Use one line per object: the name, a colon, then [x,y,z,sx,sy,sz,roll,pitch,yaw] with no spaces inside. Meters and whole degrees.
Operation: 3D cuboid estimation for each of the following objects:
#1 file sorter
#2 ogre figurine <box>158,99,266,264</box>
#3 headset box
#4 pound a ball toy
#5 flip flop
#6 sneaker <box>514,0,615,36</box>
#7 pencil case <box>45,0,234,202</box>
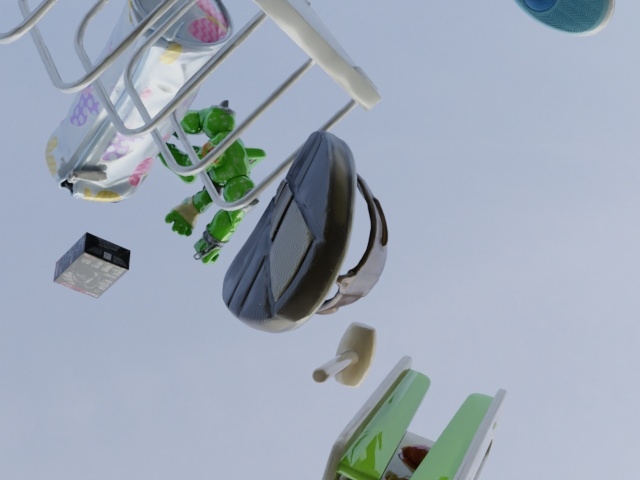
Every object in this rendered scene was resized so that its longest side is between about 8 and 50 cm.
file sorter: [-0.122,-0.180,0.810,0.173,0.193,0.277,-41,-41,10]
ogre figurine: [-0.133,-0.085,1.225,0.096,0.118,0.197,25,-132,-39]
headset box: [-0.277,0.033,1.223,0.062,0.083,0.032,25,-135,-31]
pound a ball toy: [0.066,0.215,1.069,0.208,0.319,0.136,18,-73,14]
flip flop: [0.000,0.000,0.627,0.080,0.277,0.112,32,-88,-4]
sneaker: [0.317,-0.394,1.399,0.208,0.127,0.319,-5,-129,-50]
pencil case: [-0.198,-0.156,1.076,0.113,0.273,0.124,47,-141,7]
